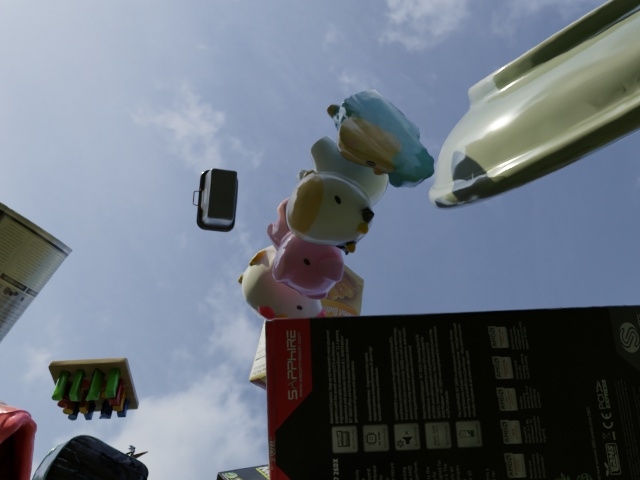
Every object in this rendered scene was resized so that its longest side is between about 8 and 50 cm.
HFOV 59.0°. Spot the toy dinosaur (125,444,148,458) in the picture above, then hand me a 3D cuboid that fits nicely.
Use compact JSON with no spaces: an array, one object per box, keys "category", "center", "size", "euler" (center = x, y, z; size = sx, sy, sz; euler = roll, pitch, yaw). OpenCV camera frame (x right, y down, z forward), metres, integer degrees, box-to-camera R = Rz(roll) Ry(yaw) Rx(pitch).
[{"category":"toy dinosaur","center":[-0.447,0.512,1.287],"size":[0.090,0.047,0.082],"euler":[29,-100,-24]}]

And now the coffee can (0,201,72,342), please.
[{"category":"coffee can","center":[-0.690,0.077,1.179],"size":[0.201,0.201,0.275],"euler":[30,-107,9]}]

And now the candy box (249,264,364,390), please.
[{"category":"candy box","center":[-0.015,0.167,1.116],"size":[0.183,0.316,0.087],"euler":[38,-49,-27]}]

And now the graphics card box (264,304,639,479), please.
[{"category":"graphics card box","center":[0.136,0.185,0.544],"size":[0.370,0.094,0.233],"euler":[-3,-106,-1]}]

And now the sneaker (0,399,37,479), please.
[{"category":"sneaker","center":[-0.456,0.364,0.729],"size":[0.136,0.116,0.314],"euler":[-8,-116,31]}]

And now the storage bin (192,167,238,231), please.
[{"category":"storage bin","center":[-0.220,-0.093,1.203],"size":[0.098,0.091,0.135],"euler":[6,-98,-16]}]

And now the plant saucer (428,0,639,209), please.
[{"category":"plant saucer","center":[0.272,-0.174,0.594],"size":[0.400,0.400,0.101],"euler":[-31,-85,17]}]

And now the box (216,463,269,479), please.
[{"category":"box","center":[-0.072,0.478,1.048],"size":[0.190,0.184,0.045],"euler":[14,-83,52]}]

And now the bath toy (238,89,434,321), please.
[{"category":"bath toy","center":[0.000,0.000,0.659],"size":[0.129,0.151,0.348],"euler":[46,-43,13]}]

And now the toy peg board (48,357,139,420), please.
[{"category":"toy peg board","center":[-0.491,0.339,1.218],"size":[0.161,0.079,0.161],"euler":[-2,-54,-5]}]

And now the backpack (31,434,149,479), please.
[{"category":"backpack","center":[-0.448,0.467,1.071],"size":[0.144,0.166,0.188],"euler":[-21,-56,37]}]
